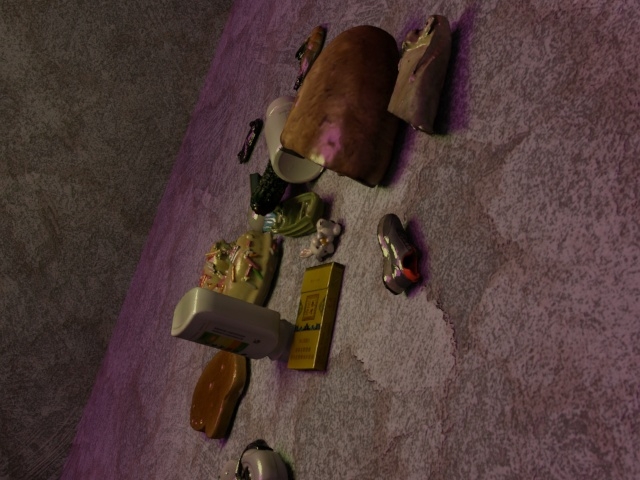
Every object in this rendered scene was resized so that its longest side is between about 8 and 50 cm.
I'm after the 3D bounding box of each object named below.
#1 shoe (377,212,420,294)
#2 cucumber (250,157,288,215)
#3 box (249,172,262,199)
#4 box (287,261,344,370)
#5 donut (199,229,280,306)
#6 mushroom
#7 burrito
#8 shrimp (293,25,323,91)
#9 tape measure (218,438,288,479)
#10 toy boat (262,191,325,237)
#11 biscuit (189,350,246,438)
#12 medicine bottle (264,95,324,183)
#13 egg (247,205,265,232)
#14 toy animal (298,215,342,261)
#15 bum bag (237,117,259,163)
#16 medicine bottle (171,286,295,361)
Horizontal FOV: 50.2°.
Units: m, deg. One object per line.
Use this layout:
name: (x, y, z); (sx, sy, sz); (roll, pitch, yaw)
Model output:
shoe: (0.177, 0.021, 1.494); (0.077, 0.074, 0.194); (-28, 50, 39)
cucumber: (-0.144, -0.167, 2.080); (0.096, 0.096, 0.359); (-58, 9, 26)
box: (-0.188, -0.146, 2.141); (0.031, 0.091, 0.126); (-18, 55, 16)
box: (-0.014, 0.199, 1.775); (0.153, 0.041, 0.278); (-19, 57, 60)
donut: (-0.280, 0.122, 2.216); (0.371, 0.150, 0.307); (-11, 64, 60)
mushroom: (0.089, -0.359, 1.735); (0.397, 0.224, 0.314); (-67, 24, 8)
burrito: (0.231, -0.368, 1.603); (0.175, 0.107, 0.347); (130, 153, -66)
shrimp: (-0.059, -0.629, 2.410); (0.198, 0.051, 0.261); (-3, 67, 70)
tape measure: (-0.159, 0.613, 1.699); (0.197, 0.120, 0.236); (-59, 33, 20)
toy boat: (-0.069, -0.070, 2.018); (0.276, 0.084, 0.111); (-15, 57, 56)
biscuit: (-0.317, 0.489, 2.152); (0.343, 0.057, 0.287); (-54, 30, 31)
medicine bottle: (-0.085, -0.318, 2.104); (0.170, 0.170, 0.293); (-56, 30, 28)
egg: (-0.185, -0.088, 2.222); (0.103, 0.103, 0.135); (-26, 45, 56)
toy animal: (0.003, 0.001, 1.835); (0.085, 0.071, 0.124); (19, 91, 63)
bum bag: (-0.282, -0.391, 2.676); (0.197, 0.049, 0.087); (-66, 22, 13)
medicine bottle: (-0.217, 0.233, 1.820); (0.179, 0.324, 0.124); (-41, 39, 42)
